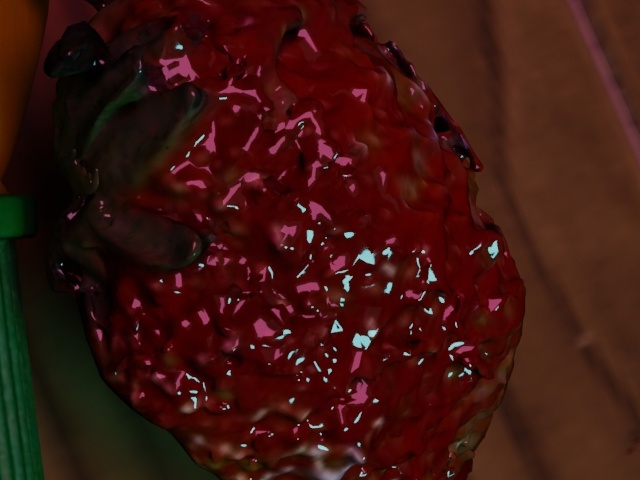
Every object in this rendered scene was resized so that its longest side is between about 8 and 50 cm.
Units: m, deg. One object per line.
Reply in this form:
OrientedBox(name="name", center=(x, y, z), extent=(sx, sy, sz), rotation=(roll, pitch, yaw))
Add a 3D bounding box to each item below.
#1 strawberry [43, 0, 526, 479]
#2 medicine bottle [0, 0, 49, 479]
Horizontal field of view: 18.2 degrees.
OrientedBox(name="strawberry", center=(-0.002, -0.002, 0.532), extent=(0.192, 0.085, 0.140), rotation=(65, 27, -2))
OrientedBox(name="medicine bottle", center=(-0.116, -0.035, 0.514), extent=(0.111, 0.076, 0.309), rotation=(-5, 78, -33))
